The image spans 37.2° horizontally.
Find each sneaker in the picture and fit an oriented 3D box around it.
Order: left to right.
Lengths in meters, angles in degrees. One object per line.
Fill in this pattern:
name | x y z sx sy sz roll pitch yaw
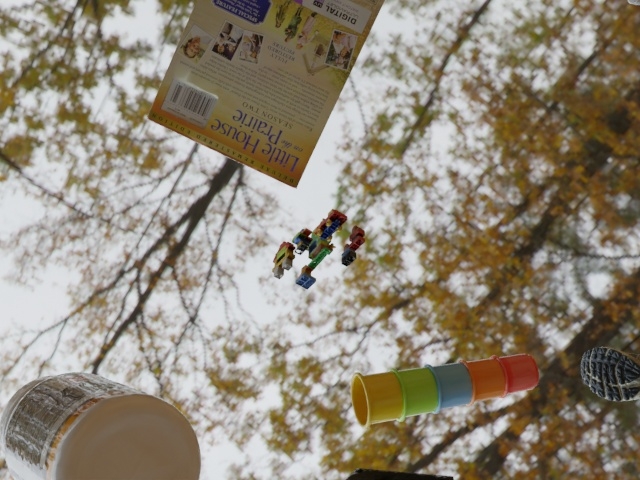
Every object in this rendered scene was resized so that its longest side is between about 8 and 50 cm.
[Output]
sneaker | 0.691 0.293 2.010 0.283 0.110 0.122 9 -178 44

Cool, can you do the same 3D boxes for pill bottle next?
pill bottle | -0.262 0.234 1.075 0.162 0.278 0.162 -1 -89 -33

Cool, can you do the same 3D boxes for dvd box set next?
dvd box set | -0.091 -0.344 1.709 0.308 0.420 0.062 24 -167 -3

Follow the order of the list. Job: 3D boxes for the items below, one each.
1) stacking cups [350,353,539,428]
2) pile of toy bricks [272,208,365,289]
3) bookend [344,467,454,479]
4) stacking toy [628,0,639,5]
stacking cups | 0.212 0.247 1.605 0.316 0.096 0.096 -6 -129 -18
pile of toy bricks | 0.000 0.000 1.915 0.118 0.212 0.105 29 -142 -23
bookend | 0.113 0.394 1.262 0.072 0.156 0.157 -32 -71 -49
stacking toy | 0.430 -0.214 1.064 0.167 0.052 0.221 -7 -109 -48
